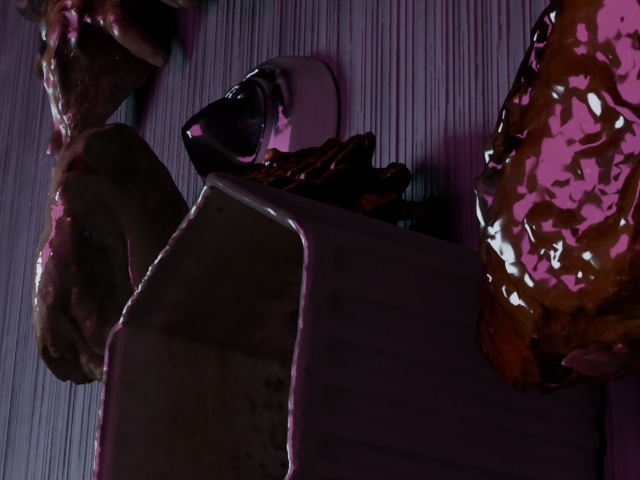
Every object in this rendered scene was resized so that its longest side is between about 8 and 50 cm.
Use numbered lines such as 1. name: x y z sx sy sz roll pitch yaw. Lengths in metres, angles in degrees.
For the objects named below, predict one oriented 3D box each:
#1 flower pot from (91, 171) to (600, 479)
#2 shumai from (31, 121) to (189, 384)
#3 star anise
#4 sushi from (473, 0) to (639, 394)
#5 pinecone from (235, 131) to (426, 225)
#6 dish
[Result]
1. flower pot: 0.009 0.094 0.956 0.239 0.189 0.209 -56 34 31
2. shumai: -0.123 0.021 1.303 0.201 0.120 0.201 8 -90 -75
3. star anise: -0.168 -0.228 1.526 0.292 0.109 0.349 -60 32 33
4. sushi: 0.163 -0.060 0.821 0.167 0.179 0.296 22 98 45
5. pinecone: -0.002 0.000 1.099 0.140 0.140 0.121 5 112 61
6. dish: -0.057 -0.069 1.273 0.141 0.078 0.141 -37 45 47
